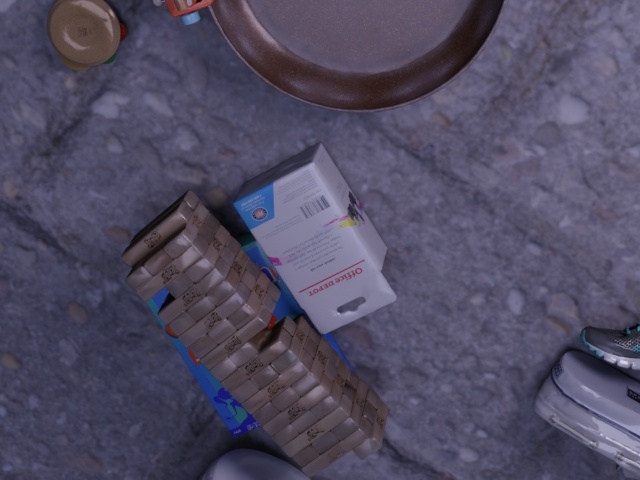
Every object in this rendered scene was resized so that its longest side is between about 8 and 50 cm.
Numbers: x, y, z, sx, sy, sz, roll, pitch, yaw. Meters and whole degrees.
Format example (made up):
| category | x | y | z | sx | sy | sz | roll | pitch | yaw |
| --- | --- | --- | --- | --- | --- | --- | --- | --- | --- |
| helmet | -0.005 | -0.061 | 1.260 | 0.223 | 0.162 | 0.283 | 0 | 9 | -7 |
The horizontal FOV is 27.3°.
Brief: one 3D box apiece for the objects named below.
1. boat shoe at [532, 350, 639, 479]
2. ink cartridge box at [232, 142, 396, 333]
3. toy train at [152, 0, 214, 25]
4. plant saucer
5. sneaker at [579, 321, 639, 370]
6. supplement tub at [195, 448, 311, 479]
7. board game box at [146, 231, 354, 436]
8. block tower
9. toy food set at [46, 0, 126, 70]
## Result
| category | x | y | z | sx | sy | sz | roll | pitch | yaw |
| --- | --- | --- | --- | --- | --- | --- | --- | --- | --- |
| boat shoe | 0.361 | 0.227 | 1.461 | 0.267 | 0.096 | 0.088 | 29 | 120 | -4 |
| ink cartridge box | 0.000 | 0.000 | 1.430 | 0.104 | 0.061 | 0.181 | -26 | 108 | 20 |
| toy train | -0.124 | -0.291 | 1.270 | 0.125 | 0.046 | 0.166 | -10 | 113 | 13 |
| plant saucer | 0.035 | -0.280 | 1.302 | 0.310 | 0.050 | 0.311 | 4 | 115 | 8 |
| sneaker | 0.367 | 0.105 | 1.430 | 0.166 | 0.065 | 0.076 | 11 | 100 | 1 |
| supplement tub | -0.133 | 0.415 | 1.574 | 0.193 | 0.193 | 0.316 | 36 | 115 | -8 |
| board game box | -0.081 | 0.106 | 1.501 | 0.160 | 0.047 | 0.210 | -25 | 108 | 19 |
| block tower | -0.070 | 0.109 | 1.424 | 0.097 | 0.091 | 0.335 | -38 | 103 | 22 |
| toy food set | -0.248 | -0.222 | 1.390 | 0.082 | 0.020 | 0.083 | -16 | 111 | 16 |
